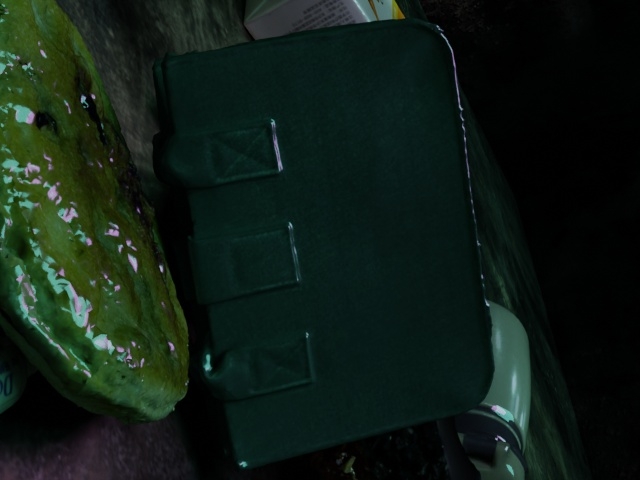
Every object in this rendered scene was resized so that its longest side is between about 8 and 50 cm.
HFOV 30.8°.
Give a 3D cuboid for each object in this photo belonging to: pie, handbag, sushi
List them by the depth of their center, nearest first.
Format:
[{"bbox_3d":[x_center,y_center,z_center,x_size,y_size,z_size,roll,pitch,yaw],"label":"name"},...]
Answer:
[{"bbox_3d":[-0.155,-0.024,0.752,0.323,0.071,0.323,-23,90,-84],"label":"pie"},{"bbox_3d":[0.001,0.000,0.911,0.089,0.239,0.326,-153,-127,-70],"label":"handbag"},{"bbox_3d":[0.061,0.239,1.049,0.153,0.151,0.172,6,65,-73],"label":"sushi"}]

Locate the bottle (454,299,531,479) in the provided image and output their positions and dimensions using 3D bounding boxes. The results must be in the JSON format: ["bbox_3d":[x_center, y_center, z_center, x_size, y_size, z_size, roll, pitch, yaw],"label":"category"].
[{"bbox_3d":[0.194,0.232,1.522,0.168,0.169,0.347,62,21,-25],"label":"bottle"}]

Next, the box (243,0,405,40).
[{"bbox_3d":[0.049,-0.256,1.612,0.341,0.143,0.225,50,23,-32],"label":"box"}]

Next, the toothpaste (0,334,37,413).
[{"bbox_3d":[-0.201,0.083,0.562,0.067,0.037,0.255,64,16,-3],"label":"toothpaste"}]
